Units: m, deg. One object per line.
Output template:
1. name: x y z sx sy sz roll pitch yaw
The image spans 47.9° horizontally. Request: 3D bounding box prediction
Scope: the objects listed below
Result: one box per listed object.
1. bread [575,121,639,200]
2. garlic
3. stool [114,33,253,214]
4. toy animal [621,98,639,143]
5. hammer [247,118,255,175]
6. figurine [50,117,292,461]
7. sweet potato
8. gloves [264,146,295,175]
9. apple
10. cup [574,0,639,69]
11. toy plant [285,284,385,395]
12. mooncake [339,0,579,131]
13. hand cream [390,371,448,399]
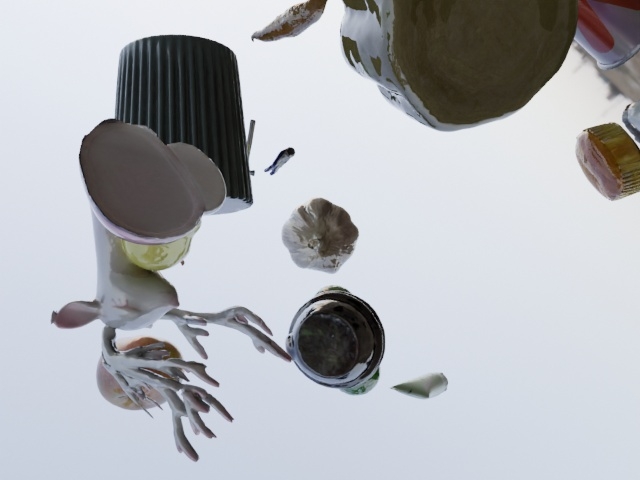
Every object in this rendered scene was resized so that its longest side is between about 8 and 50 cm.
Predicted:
1. bread: 0.699 -0.190 1.746 0.114 0.132 0.190 -19 -110 -9
2. garlic: 0.000 0.000 1.944 0.219 0.218 0.212 40 -171 -7
3. stool: -0.296 -0.231 1.512 0.297 0.297 0.329 4 -99 -48
4. toy animal: 0.665 -0.248 1.125 0.258 0.357 0.193 31 -106 -8
5. hammer: -0.211 -0.270 2.094 0.062 0.182 0.017 7 -145 -7
6. figurine: -0.178 0.066 0.833 0.284 0.315 0.206 29 -133 12
7. sweet potato: -0.063 -0.453 1.500 0.060 0.206 0.068 66 -151 -15
8. gloves: -0.098 -0.186 1.701 0.026 0.086 0.064 51 -144 6
9. apple: -0.433 0.313 1.737 0.209 0.209 0.164 25 -131 -29
10. cup: 0.603 -0.548 1.631 0.288 0.203 0.203 32 -148 -13
11. toy plant: 0.037 0.188 1.324 0.235 0.176 0.218 8 -115 -77
12. mooncake: 0.206 -0.362 1.108 0.378 0.378 0.201 21 -169 -34
13. hand cream: 0.207 0.294 1.440 0.078 0.049 0.205 12 180 26
